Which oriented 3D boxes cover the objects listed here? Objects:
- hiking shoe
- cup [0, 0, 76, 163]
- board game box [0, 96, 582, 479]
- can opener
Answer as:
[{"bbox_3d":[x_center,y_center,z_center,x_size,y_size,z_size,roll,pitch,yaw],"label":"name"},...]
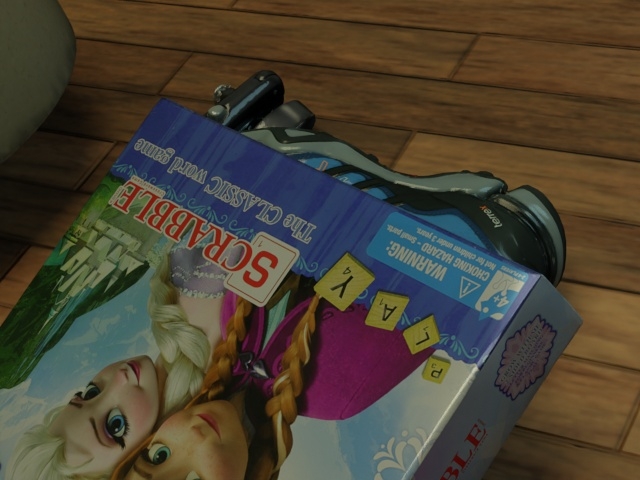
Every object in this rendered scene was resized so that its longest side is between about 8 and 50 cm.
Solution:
[{"bbox_3d":[0.000,0.000,0.938,0.304,0.113,0.132,6,28,26],"label":"hiking shoe"},{"bbox_3d":[-0.380,-0.190,1.081,0.331,0.237,0.331,-10,42,9],"label":"cup"},{"bbox_3d":[-0.067,0.104,0.823,0.319,0.066,0.318,26,79,40],"label":"board game box"},{"bbox_3d":[-0.091,-0.065,1.104,0.186,0.059,0.073,-38,45,-22],"label":"can opener"}]
